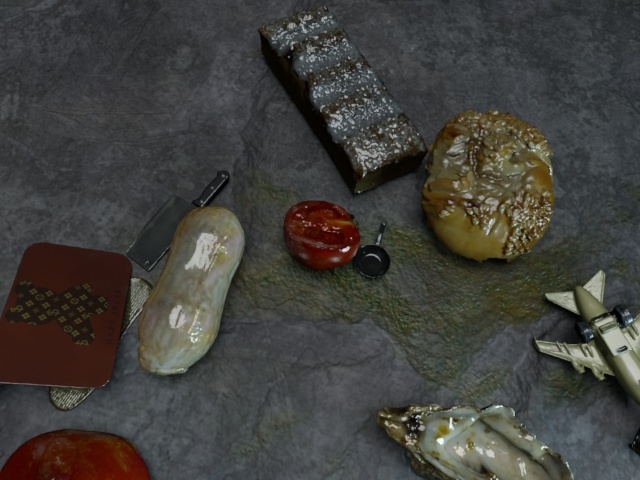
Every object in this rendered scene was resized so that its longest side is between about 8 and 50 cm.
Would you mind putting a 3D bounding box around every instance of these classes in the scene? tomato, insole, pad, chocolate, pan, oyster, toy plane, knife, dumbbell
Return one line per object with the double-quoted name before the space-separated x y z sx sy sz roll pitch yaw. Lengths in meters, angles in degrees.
"tomato" 0.000 0.000 0.971 0.138 0.091 0.159 -3 39 -15
"insole" -0.379 0.171 0.915 0.086 0.005 0.253 26 67 7
"tomato" -0.368 0.369 0.757 0.232 0.140 0.201 0 60 -3
"pad" -0.418 0.115 0.872 0.181 0.004 0.267 10 47 -19
"chocolate" -0.213 0.077 0.899 0.134 0.134 0.309 17 66 4
"pan" 0.104 0.020 1.001 0.068 0.023 0.115 19 69 5
"oyster" 0.243 0.338 0.829 0.341 0.110 0.166 12 72 -1
"toy plane" 0.500 0.175 0.912 0.229 0.092 0.244 -25 57 7
"knife" -0.271 -0.053 1.013 0.072 0.019 0.245 34 71 12
"dumbbell" -0.521 0.219 0.843 0.092 0.082 0.231 39 70 11

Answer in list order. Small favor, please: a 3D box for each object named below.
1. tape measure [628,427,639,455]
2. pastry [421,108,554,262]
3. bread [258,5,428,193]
"tape measure" 0.658 0.305 0.860 0.197 0.120 0.236 38 74 19
"pastry" 0.321 -0.117 0.995 0.255 0.162 0.311 12 68 -8
"bread" 0.038 -0.296 1.088 0.165 0.113 0.417 -28 72 -13
